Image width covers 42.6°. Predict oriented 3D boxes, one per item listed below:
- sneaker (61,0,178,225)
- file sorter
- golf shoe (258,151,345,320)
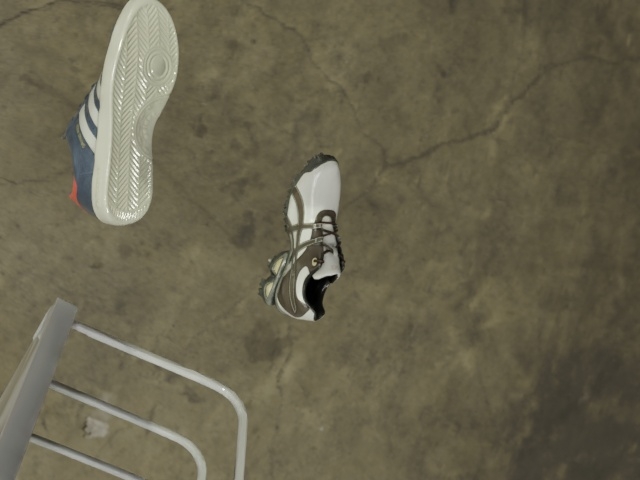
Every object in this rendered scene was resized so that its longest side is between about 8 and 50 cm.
[{"bbox_3d":[-0.327,-0.205,1.275,0.131,0.148,0.350,8,97,-53],"label":"sneaker"},{"bbox_3d":[-0.199,0.230,0.623,0.173,0.193,0.277,28,117,-17],"label":"file sorter"},{"bbox_3d":[0.000,0.000,0.958,0.077,0.094,0.198,0,110,-47],"label":"golf shoe"}]
